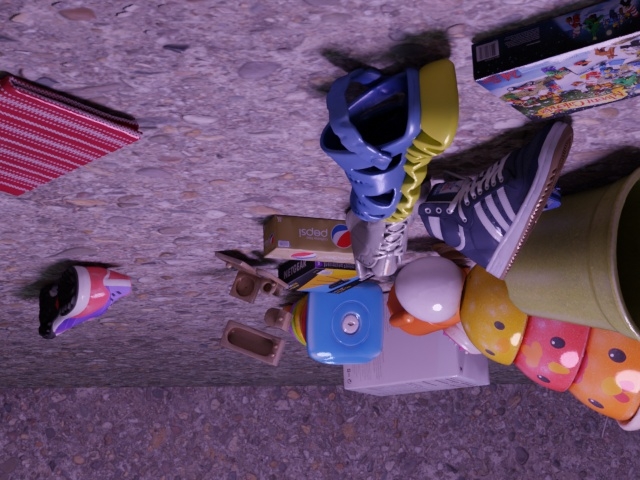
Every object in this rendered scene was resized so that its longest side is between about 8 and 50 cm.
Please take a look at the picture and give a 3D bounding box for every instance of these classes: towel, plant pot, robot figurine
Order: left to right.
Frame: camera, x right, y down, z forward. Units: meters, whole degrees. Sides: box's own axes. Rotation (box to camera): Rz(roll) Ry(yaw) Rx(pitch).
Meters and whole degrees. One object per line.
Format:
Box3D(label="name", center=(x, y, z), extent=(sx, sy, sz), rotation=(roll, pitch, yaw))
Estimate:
Box3D(label="towel", center=(-0.378, -0.124, 1.285), extent=(0.274, 0.031, 0.198), rotation=(-17, 157, 38))
Box3D(label="robot figurine", center=(0.215, 0.112, 2.034), extent=(0.158, 0.128, 0.219), rotation=(9, 162, -23))
Box3D(label="plant pot", center=(0.417, 0.025, 1.572), extent=(0.276, 0.276, 0.253), rotation=(10, 172, -37))

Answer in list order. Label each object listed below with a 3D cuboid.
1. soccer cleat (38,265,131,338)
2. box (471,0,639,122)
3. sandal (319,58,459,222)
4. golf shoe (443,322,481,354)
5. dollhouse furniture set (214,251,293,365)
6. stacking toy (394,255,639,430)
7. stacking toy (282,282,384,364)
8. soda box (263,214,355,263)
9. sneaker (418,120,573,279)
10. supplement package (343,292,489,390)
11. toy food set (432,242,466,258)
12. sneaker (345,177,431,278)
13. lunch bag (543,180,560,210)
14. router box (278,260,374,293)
Box3D(label="soccer cleat", center=(-0.466, 0.123, 2.027), extent=(0.116, 0.109, 0.318), rotation=(2, 162, -29))
Box3D(label="box", center=(0.298, -0.192, 1.102), extent=(0.233, 0.044, 0.159), rotation=(-13, 161, 34))
Box3D(label="sandal", center=(0.063, -0.116, 1.230), extent=(0.138, 0.126, 0.317), rotation=(3, 156, -6))
Box3D(label="golf shoe", center=(0.371, 0.137, 2.148), extent=(0.306, 0.115, 0.140), rotation=(-18, 140, -54))
Box3D(label="dollhouse furniture set", center=(-0.133, 0.125, 1.897), extent=(0.144, 0.151, 0.123), rotation=(18, 171, 21))
Box3D(label="stacking toy", center=(0.366, 0.125, 1.840), extent=(0.479, 0.351, 0.350), rotation=(9, 165, 5))
Box3D(label="stacking toy", center=(-0.008, 0.167, 2.214), extent=(0.175, 0.166, 0.301), rotation=(2, 179, -28))
Box3D(label="soda box", center=(0.000, 0.000, 1.726), extent=(0.181, 0.058, 0.061), rotation=(5, 163, -22))
Box3D(label="sneaker", center=(0.228, -0.073, 1.418), extent=(0.153, 0.099, 0.282), rotation=(30, 141, 12))
Box3D(label="supplement package", center=(0.205, 0.222, 2.284), extent=(0.262, 0.199, 0.198), rotation=(-10, 163, 27))
Box3D(label="toy food set", center=(0.248, 0.016, 1.884), extent=(0.083, 0.020, 0.082), rotation=(-14, 161, 36))
Box3D(label="sneaker", center=(0.106, -0.014, 1.574), extent=(0.099, 0.121, 0.262), rotation=(0, 164, -10))
Box3D(label="lunch bag", center=(0.298, -0.068, 1.507), extent=(0.098, 0.065, 0.067), rotation=(-15, 160, 39))
Box3D(label="router box", center=(0.014, 0.057, 1.951), extent=(0.133, 0.046, 0.179), rotation=(5, 163, -23))
